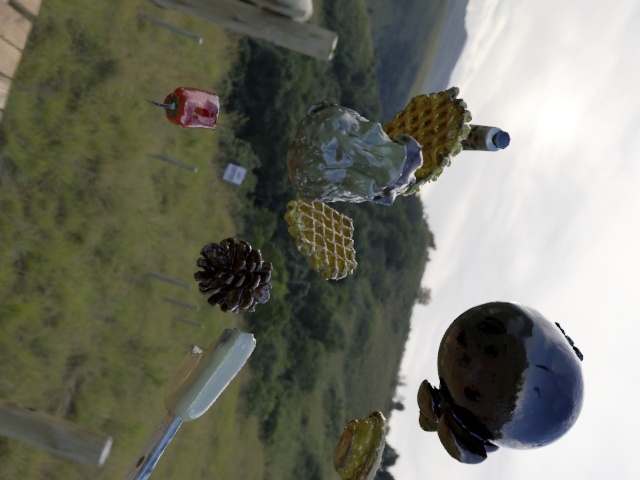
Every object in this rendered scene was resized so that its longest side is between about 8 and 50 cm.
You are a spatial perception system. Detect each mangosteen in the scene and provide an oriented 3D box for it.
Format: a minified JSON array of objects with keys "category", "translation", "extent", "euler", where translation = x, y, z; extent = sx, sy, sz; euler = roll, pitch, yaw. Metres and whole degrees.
[{"category":"mangosteen","translation":[0.421,0.350,1.609],"extent":[0.435,0.382,0.382],"euler":[-31,-176,5]}]

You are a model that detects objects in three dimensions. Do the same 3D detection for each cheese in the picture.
[{"category":"cheese","translation":[-0.175,0.212,0.841],"extent":[0.235,0.050,0.127],"euler":[-59,-158,-18]}]

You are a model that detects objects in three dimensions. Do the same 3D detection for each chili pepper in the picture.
[{"category":"chili pepper","translation":[-0.300,-0.293,1.444],"extent":[0.192,0.086,0.084],"euler":[-1,138,-48]}]

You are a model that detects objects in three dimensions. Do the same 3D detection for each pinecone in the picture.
[{"category":"pinecone","translation":[-0.210,0.083,1.558],"extent":[0.150,0.179,0.195],"euler":[-92,157,-55]}]

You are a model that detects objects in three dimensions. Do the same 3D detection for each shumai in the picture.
[{"category":"shumai","translation":[0.071,-0.135,1.261],"extent":[0.256,0.218,0.189],"euler":[28,88,-55]}]

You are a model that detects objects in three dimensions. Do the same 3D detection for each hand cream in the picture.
[{"category":"hand cream","translation":[0.372,-0.258,1.646],"extent":[0.276,0.059,0.095],"euler":[25,-45,65]}]

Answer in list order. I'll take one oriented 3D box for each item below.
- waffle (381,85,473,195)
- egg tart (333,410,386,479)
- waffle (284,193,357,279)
[{"category":"waffle","translation":[0.237,-0.236,1.627],"extent":[0.329,0.062,0.329],"euler":[-30,-138,31]},{"category":"egg tart","translation":[0.080,0.455,1.429],"extent":[0.191,0.074,0.191],"euler":[-155,-90,-87]},{"category":"waffle","translation":[0.000,0.000,1.714],"extent":[0.057,0.229,0.219],"euler":[-34,-135,34]}]
